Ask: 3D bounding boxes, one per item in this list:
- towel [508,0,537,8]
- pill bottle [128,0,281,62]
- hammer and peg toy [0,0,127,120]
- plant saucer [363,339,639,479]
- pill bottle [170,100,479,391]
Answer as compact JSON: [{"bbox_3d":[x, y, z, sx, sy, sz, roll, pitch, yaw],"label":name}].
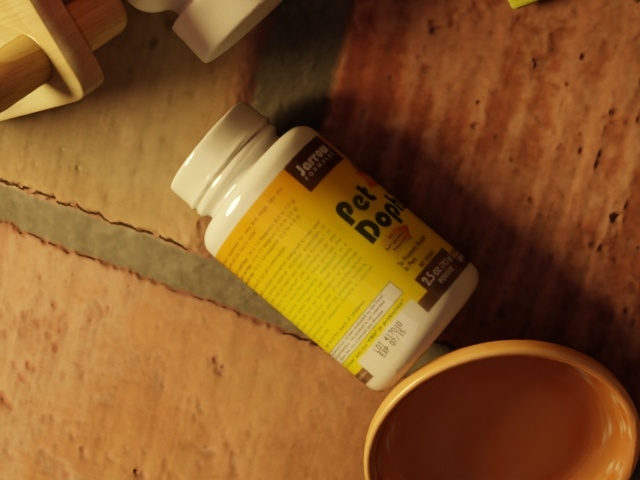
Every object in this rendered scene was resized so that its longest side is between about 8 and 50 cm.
[{"bbox_3d":[0.219,-0.242,1.305,0.237,0.021,0.102,-19,94,23],"label":"towel"},{"bbox_3d":[-0.118,-0.237,1.356,0.121,0.121,0.221,-42,91,24],"label":"pill bottle"},{"bbox_3d":[-0.302,-0.188,1.400,0.361,0.127,0.266,-8,117,56],"label":"hammer and peg toy"},{"bbox_3d":[0.129,0.144,1.403,0.200,0.037,0.200,-3,127,-4],"label":"plant saucer"},{"bbox_3d":[0.000,0.000,1.394,0.215,0.117,0.117,40,114,2],"label":"pill bottle"}]
